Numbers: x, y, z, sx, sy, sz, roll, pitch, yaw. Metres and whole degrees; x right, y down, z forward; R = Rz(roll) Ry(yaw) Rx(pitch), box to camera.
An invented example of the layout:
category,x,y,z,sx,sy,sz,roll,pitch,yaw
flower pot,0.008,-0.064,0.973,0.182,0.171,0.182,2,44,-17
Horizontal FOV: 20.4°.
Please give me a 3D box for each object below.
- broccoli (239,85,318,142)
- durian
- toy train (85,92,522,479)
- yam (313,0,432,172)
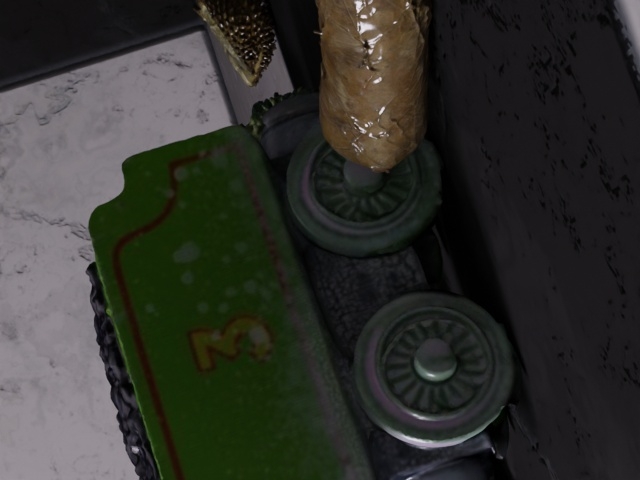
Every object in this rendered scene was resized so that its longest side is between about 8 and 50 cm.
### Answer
category,x,y,z,sx,sy,sz,roll,pitch,yaw
broccoli,-0.059,-0.055,1.503,0.122,0.204,0.118,3,117,50
durian,-0.088,-0.238,1.961,0.140,0.071,0.110,48,167,39
toy train,-0.016,0.066,1.149,0.173,0.249,0.307,90,162,-69
yam,0.017,-0.162,0.930,0.356,0.081,0.081,82,169,-57
